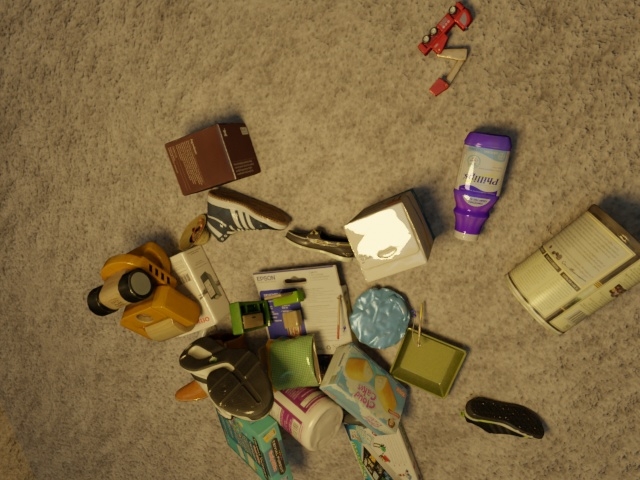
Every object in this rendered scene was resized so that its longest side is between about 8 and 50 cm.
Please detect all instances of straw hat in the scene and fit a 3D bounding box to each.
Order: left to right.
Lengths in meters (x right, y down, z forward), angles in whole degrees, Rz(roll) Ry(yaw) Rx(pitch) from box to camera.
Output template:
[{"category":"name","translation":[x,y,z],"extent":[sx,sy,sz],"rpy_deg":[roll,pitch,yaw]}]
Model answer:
[{"category":"straw hat","translation":[-0.419,-0.014,1.466],"extent":[0.144,0.145,0.061],"rpy_deg":[-34,132,24]}]

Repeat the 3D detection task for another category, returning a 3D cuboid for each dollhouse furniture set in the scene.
[{"category":"dollhouse furniture set","translation":[-0.136,0.320,1.300],"extent":[0.197,0.151,0.302],"rpy_deg":[-16,80,25]}]

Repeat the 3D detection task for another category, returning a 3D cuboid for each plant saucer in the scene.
[{"category":"plant saucer","translation":[0.333,0.375,1.327],"extent":[0.188,0.045,0.189],"rpy_deg":[21,112,13]}]

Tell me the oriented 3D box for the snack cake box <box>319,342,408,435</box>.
[{"category":"snack cake box","translation":[0.139,0.464,1.318],"extent":[0.264,0.152,0.089],"rpy_deg":[43,137,-15]}]

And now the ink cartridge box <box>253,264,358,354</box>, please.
[{"category":"ink cartridge box","translation":[-0.049,0.231,1.411],"extent":[0.303,0.072,0.308],"rpy_deg":[-7,100,22]}]

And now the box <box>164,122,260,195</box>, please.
[{"category":"box","translation":[-0.329,-0.252,1.311],"extent":[0.203,0.168,0.167],"rpy_deg":[-13,100,22]}]

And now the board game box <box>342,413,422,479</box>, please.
[{"category":"board game box","translation":[0.216,0.735,1.467],"extent":[0.192,0.053,0.306],"rpy_deg":[-17,99,23]}]

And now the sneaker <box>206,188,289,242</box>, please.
[{"category":"sneaker","translation":[-0.244,-0.053,1.379],"extent":[0.282,0.099,0.153],"rpy_deg":[21,116,9]}]

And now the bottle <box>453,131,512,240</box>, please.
[{"category":"bottle","translation":[0.415,-0.140,1.124],"extent":[0.118,0.092,0.283],"rpy_deg":[13,109,14]}]

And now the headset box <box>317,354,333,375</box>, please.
[{"category":"headset box","translation":[0.013,0.420,1.459],"extent":[0.062,0.032,0.083],"rpy_deg":[-9,103,22]}]

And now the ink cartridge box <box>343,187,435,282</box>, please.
[{"category":"ink cartridge box","translation":[0.195,-0.020,1.159],"extent":[0.171,0.232,0.168],"rpy_deg":[-22,97,23]}]

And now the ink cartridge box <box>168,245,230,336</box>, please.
[{"category":"ink cartridge box","translation":[-0.471,0.181,1.514],"extent":[0.198,0.115,0.273],"rpy_deg":[-21,96,23]}]

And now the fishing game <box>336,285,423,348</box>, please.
[{"category":"fishing game","translation":[0.180,0.236,1.303],"extent":[0.263,0.041,0.189],"rpy_deg":[0,86,7]}]

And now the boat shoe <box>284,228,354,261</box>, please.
[{"category":"boat shoe","translation":[0.000,0.000,1.320],"extent":[0.227,0.081,0.069],"rpy_deg":[17,107,7]}]

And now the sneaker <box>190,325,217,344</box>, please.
[{"category":"sneaker","translation":[-0.457,0.407,1.596],"extent":[0.094,0.090,0.235],"rpy_deg":[26,109,28]}]

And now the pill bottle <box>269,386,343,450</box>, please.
[{"category":"pill bottle","translation":[-0.084,0.540,1.411],"extent":[0.301,0.169,0.169],"rpy_deg":[22,114,42]}]

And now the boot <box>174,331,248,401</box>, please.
[{"category":"boot","translation":[-0.401,0.444,1.528],"extent":[0.295,0.104,0.211],"rpy_deg":[-15,110,-11]}]

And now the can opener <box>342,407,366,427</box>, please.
[{"category":"can opener","translation":[0.055,0.576,1.439],"extent":[0.283,0.095,0.076],"rpy_deg":[-1,64,24]}]

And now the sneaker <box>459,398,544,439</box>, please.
[{"category":"sneaker","translation":[0.551,0.550,1.298],"extent":[0.234,0.084,0.097],"rpy_deg":[15,134,16]}]

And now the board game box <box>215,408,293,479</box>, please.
[{"category":"board game box","translation":[-0.249,0.687,1.503],"extent":[0.336,0.079,0.254],"rpy_deg":[12,120,48]}]

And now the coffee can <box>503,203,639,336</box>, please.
[{"category":"coffee can","translation":[0.635,0.076,1.050],"extent":[0.201,0.201,0.275],"rpy_deg":[45,114,3]}]

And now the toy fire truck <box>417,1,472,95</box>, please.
[{"category":"toy fire truck","translation":[0.325,-0.483,1.082],"extent":[0.135,0.047,0.192],"rpy_deg":[47,113,1]}]

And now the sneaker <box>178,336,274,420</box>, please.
[{"category":"sneaker","translation":[-0.247,0.469,1.319],"extent":[0.447,0.169,0.258],"rpy_deg":[12,137,49]}]

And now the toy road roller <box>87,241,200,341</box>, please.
[{"category":"toy road roller","translation":[-0.556,0.158,1.396],"extent":[0.202,0.241,0.329],"rpy_deg":[-22,133,24]}]
